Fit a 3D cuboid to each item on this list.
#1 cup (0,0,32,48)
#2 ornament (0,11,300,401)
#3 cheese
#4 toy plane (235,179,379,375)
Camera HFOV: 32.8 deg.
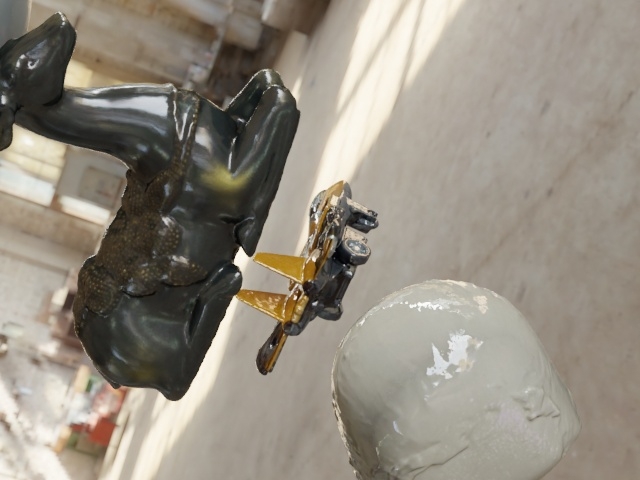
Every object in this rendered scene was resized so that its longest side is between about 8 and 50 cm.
[{"bbox_3d":[-0.355,-0.190,0.696,0.205,0.312,0.205,-20,59,38],"label":"cup"},{"bbox_3d":[-0.153,-0.026,0.559,0.202,0.236,0.080,-66,25,19],"label":"ornament"},{"bbox_3d":[0.102,0.124,0.895,0.154,0.198,0.189,-121,7,-52],"label":"cheese"},{"bbox_3d":[0.011,0.006,1.224,0.204,0.103,0.316,-64,-6,29],"label":"toy plane"}]
